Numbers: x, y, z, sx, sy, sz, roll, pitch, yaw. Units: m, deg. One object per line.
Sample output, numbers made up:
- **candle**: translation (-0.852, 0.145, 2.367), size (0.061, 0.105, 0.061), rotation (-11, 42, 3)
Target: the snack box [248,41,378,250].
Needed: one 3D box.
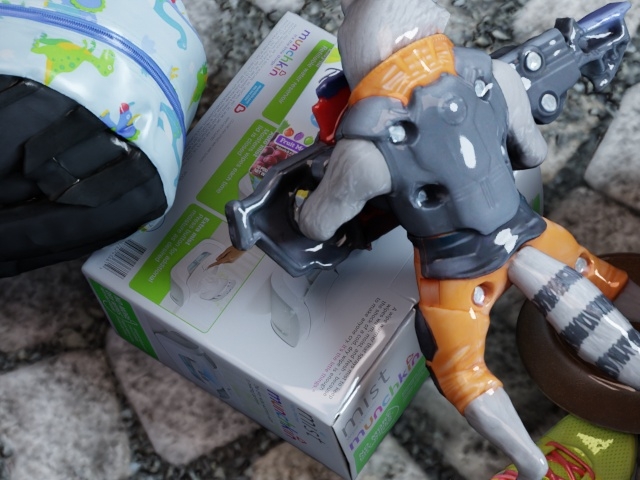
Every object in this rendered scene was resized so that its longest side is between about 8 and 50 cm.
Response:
- **snack box**: translation (0.028, -0.075, 1.413), size (0.100, 0.037, 0.141), rotation (27, 69, 19)

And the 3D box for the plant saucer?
- **plant saucer**: translation (0.225, 0.065, 1.427), size (0.168, 0.029, 0.168), rotation (1, 47, -1)

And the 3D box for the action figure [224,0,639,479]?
- **action figure**: translation (0.133, -0.041, 1.308), size (0.341, 0.178, 0.330), rotation (-38, 99, -20)

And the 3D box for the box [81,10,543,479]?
- **box**: translation (0.000, 0.000, 1.470), size (0.231, 0.127, 0.262), rotation (30, 71, 20)

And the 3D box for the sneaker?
- **sneaker**: translation (0.147, 0.185, 1.372), size (0.081, 0.094, 0.208), rotation (36, 72, 25)

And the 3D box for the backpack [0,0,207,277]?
- **backpack**: translation (-0.255, -0.096, 1.401), size (0.355, 0.290, 0.273), rotation (2, 54, 39)
